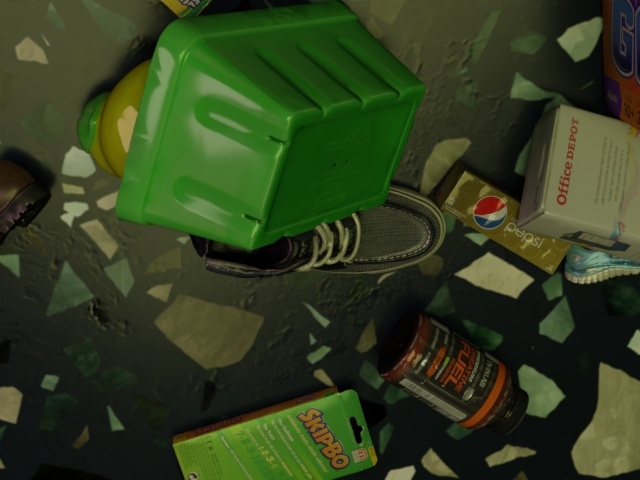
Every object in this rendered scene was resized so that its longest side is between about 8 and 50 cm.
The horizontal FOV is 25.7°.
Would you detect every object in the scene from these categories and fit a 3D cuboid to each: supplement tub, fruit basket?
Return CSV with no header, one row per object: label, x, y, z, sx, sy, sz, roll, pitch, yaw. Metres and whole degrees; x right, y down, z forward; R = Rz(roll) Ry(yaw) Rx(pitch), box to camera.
supplement tub,0.182,0.184,1.880,0.198,0.106,0.106,31,101,-15
fruit basket,-0.119,-0.152,1.652,0.392,0.392,0.283,14,114,-10

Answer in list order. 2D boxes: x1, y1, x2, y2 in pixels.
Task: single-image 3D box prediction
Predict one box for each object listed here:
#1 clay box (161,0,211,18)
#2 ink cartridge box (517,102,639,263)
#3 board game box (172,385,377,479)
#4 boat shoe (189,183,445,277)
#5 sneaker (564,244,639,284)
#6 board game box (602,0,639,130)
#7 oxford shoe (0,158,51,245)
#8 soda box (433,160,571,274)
clay box,-0.130,-0.323,1.630,0.053,0.222,0.127,40,98,-15
ink cartridge box,0.374,-0.068,1.799,0.212,0.093,0.154,15,73,-12
board game box,-0.061,0.288,1.922,0.259,0.039,0.124,-16,109,2
boat shoe,0.000,0.000,1.776,0.340,0.158,0.127,0,107,-6
sneaker,0.403,0.008,1.872,0.162,0.063,0.073,-14,105,-2
board game box,0.553,-0.306,1.636,0.356,0.356,0.356,-6,107,-5
oxford shoe,-0.449,-0.014,1.776,0.227,0.083,0.096,-44,88,7
soda box,0.243,-0.030,1.845,0.181,0.058,0.061,29,102,-14
